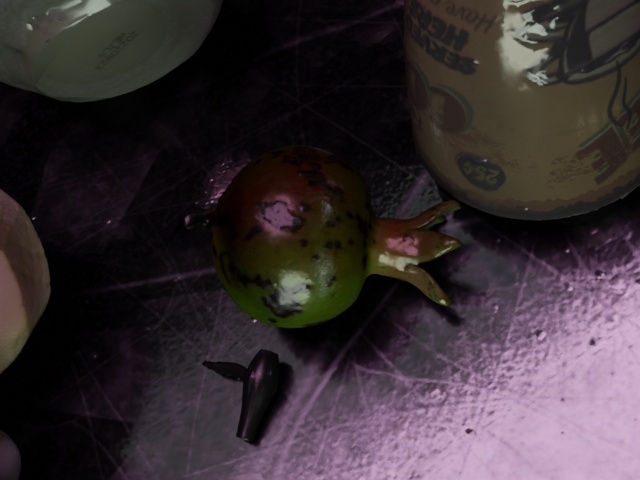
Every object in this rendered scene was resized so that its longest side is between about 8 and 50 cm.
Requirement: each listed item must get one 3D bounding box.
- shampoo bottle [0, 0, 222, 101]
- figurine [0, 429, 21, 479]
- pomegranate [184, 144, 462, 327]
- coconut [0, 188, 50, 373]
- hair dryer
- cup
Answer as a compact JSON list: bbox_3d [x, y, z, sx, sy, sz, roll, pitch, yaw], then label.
[{"bbox_3d":[-0.246,-0.315,1.016,0.322,0.322,0.317,-19,67,12],"label":"shampoo bottle"},{"bbox_3d":[-0.282,0.282,0.818,0.323,0.196,0.320,53,129,39],"label":"figurine"},{"bbox_3d":[0.008,-0.002,0.869,0.220,0.156,0.156,2,66,18],"label":"pomegranate"},{"bbox_3d":[-0.365,0.049,0.939,0.237,0.197,0.237,-18,22,8],"label":"coconut"},{"bbox_3d":[-0.076,0.129,0.913,0.083,0.031,0.079,11,78,40],"label":"hair dryer"},{"bbox_3d":[0.182,-0.209,0.827,0.227,0.257,0.301,7,58,17],"label":"cup"}]
